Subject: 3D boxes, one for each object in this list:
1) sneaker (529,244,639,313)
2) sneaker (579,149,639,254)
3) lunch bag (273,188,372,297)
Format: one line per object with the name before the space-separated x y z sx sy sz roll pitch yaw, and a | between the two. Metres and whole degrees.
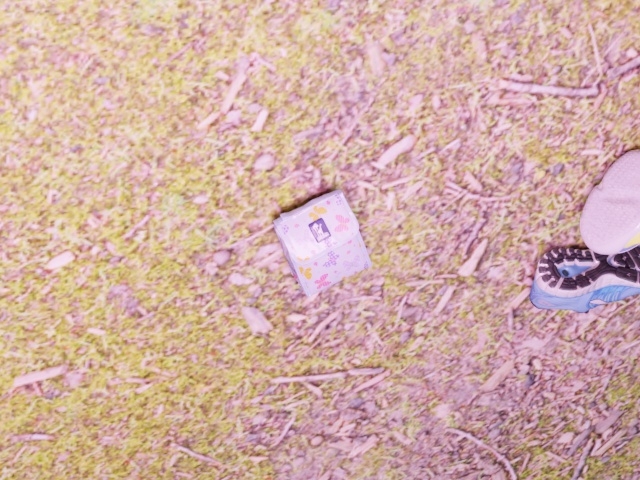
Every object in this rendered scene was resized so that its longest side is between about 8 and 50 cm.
sneaker | 0.280 0.038 1.901 0.162 0.063 0.073 -4 150 -21
sneaker | 0.367 -0.057 1.822 0.240 0.091 0.126 -42 138 11
lunch bag | 0.000 0.000 1.695 0.071 0.053 0.083 -25 129 -8
